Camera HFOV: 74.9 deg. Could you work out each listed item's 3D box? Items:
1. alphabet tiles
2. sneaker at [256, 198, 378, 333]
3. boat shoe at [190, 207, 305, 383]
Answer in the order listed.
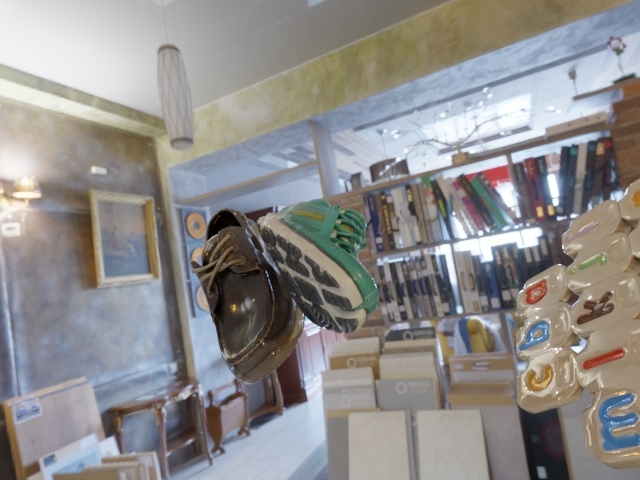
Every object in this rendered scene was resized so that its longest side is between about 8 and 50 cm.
[{"bbox_3d":[0.287,0.046,0.366,0.278,0.021,0.284,-49,11,46],"label":"alphabet tiles"},{"bbox_3d":[0.000,0.000,0.442,0.109,0.107,0.275,-27,20,-6],"label":"sneaker"},{"bbox_3d":[-0.123,0.055,0.589,0.132,0.130,0.355,-44,26,4],"label":"boat shoe"}]
